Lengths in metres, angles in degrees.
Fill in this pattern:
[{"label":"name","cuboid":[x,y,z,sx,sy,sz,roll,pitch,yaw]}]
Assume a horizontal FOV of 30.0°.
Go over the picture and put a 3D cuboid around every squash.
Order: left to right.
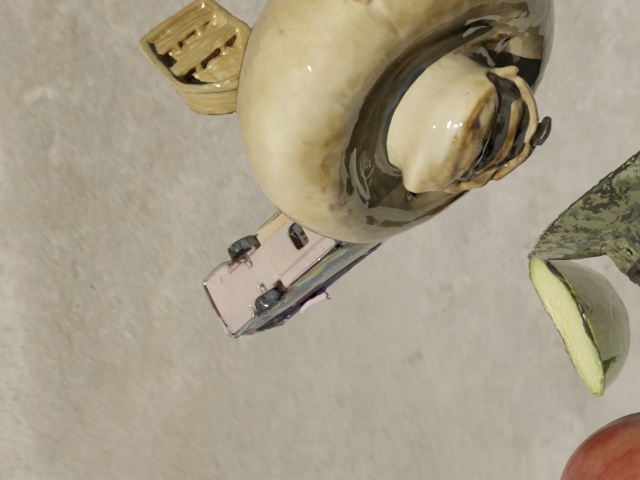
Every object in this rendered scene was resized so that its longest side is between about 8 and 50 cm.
[{"label":"squash","cuboid":[0.330,0.080,1.444,0.085,0.184,0.192,-25,70,-3]}]

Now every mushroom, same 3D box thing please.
[{"label":"mushroom","cuboid":[0.097,-0.146,1.191,0.362,0.362,0.294,-41,59,-8]}]

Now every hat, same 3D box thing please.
[{"label":"hat","cuboid":[0.361,-0.014,1.231,0.265,0.265,0.128,-31,67,-4]}]

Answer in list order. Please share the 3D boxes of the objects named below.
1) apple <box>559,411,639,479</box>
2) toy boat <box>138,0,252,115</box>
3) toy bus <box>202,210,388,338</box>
[{"label":"apple","cuboid":[0.219,0.174,0.726,0.120,0.153,0.153,-36,70,-2]},{"label":"toy boat","cuboid":[-0.130,-0.213,1.431,0.116,0.061,0.188,-37,44,-7]},{"label":"toy bus","cuboid":[0.000,0.000,1.492,0.317,0.138,0.112,-39,67,27]}]
